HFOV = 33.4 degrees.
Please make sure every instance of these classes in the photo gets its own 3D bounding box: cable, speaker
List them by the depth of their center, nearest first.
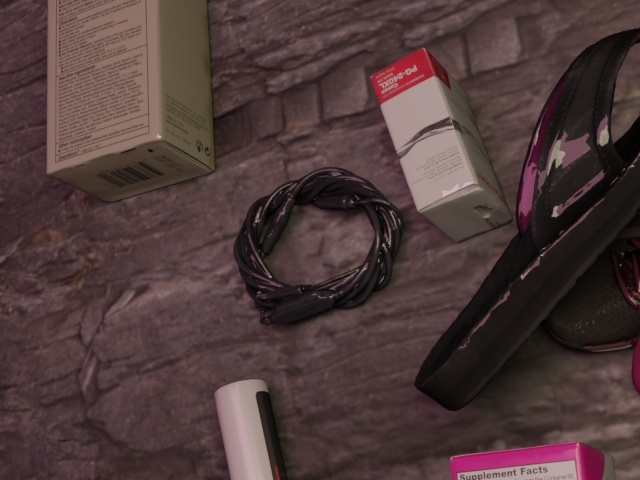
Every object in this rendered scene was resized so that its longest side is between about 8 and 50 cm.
[{"bbox_3d":[-0.064,0.206,1.028,0.055,0.055,0.136,-23,64,20],"label":"speaker"},{"bbox_3d":[0.000,0.000,1.069,0.184,0.047,0.151,-24,60,23],"label":"cable"}]

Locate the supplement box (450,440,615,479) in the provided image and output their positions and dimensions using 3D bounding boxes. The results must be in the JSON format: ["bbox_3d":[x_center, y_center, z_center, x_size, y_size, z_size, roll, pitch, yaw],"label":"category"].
[{"bbox_3d":[0.181,0.278,0.840,0.114,0.111,0.220,-11,69,26],"label":"supplement box"}]

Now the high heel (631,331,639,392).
[{"bbox_3d":[0.308,0.080,0.782,0.244,0.082,0.117,-53,18,45],"label":"high heel"}]

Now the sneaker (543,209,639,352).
[{"bbox_3d":[0.285,-0.012,0.843,0.281,0.162,0.106,-32,62,16],"label":"sneaker"}]

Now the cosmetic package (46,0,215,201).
[{"bbox_3d":[-0.218,-0.217,1.210,0.160,0.113,0.309,-13,68,25],"label":"cosmetic package"}]

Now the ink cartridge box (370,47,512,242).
[{"bbox_3d":[0.113,-0.085,0.990,0.063,0.109,0.150,-25,64,19],"label":"ink cartridge box"}]

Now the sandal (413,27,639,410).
[{"bbox_3d":[0.207,-0.059,0.880,0.107,0.167,0.446,38,93,1],"label":"sandal"}]
